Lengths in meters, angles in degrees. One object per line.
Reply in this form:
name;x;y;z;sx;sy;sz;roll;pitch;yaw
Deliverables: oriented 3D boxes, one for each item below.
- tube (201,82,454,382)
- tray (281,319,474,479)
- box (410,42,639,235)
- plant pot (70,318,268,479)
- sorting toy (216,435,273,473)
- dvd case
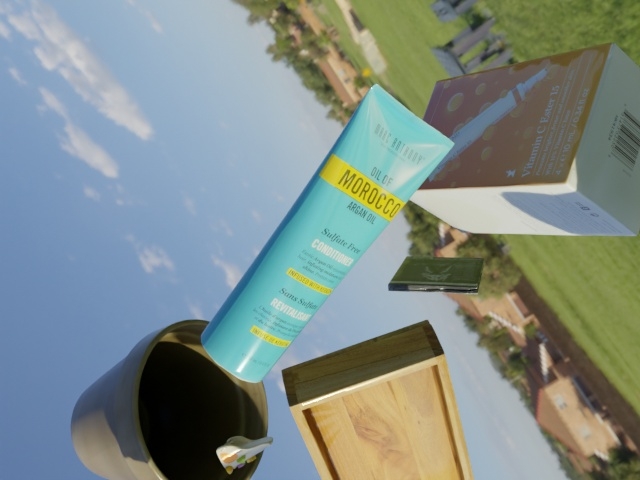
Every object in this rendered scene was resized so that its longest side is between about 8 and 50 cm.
tube;0.000;0.000;0.499;0.080;0.207;0.052;27;-166;-42
tray;0.101;0.303;1.065;0.076;0.202;0.411;-109;0;-53
box;0.313;-0.137;1.143;0.168;0.215;0.345;28;166;-30
plant pot;-0.307;0.332;1.403;0.323;0.280;0.323;30;-129;-45
sorting toy;-0.109;0.316;1.141;0.083;0.075;0.045;53;-164;-83
dvd case;0.233;0.066;1.479;0.221;0.164;0.018;-39;-52;-70
